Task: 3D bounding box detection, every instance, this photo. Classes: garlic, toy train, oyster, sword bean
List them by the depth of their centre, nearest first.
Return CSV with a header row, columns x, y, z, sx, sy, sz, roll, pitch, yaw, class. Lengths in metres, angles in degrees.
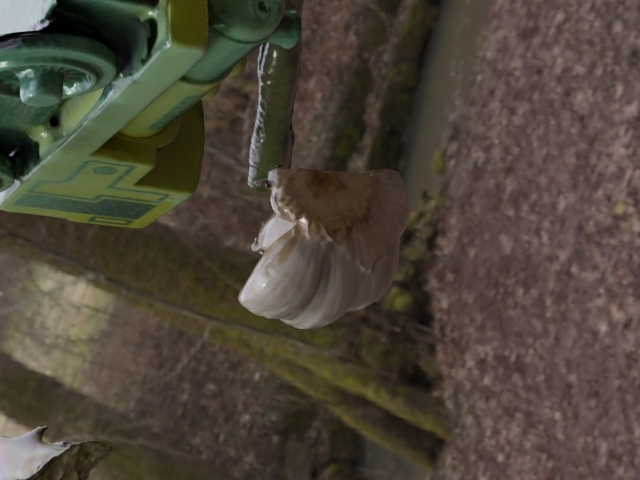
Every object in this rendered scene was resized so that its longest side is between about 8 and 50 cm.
x,y,z,sx,sy,sz,roll,pitch,yaw,class
0.000,0.004,0.587,0.113,0.074,0.094,-29,-9,-38,garlic
-0.148,-0.114,0.758,0.369,0.237,0.150,-25,64,56,toy train
-0.260,0.212,0.851,0.133,0.072,0.209,-13,21,41,oyster
-0.030,-0.134,0.876,0.269,0.038,0.043,98,165,-48,sword bean
